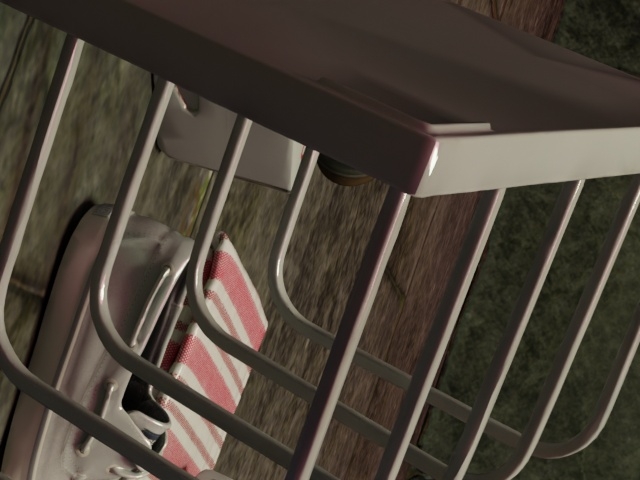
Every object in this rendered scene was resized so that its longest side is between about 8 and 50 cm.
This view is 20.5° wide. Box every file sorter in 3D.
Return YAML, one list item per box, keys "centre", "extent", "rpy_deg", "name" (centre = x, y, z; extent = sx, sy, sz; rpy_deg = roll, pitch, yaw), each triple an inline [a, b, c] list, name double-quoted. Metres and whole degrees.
- centre: [0.000, 0.000, 0.657]
  extent: [0.277, 0.193, 0.173]
  rpy_deg: [-9, 122, -58]
  name: "file sorter"

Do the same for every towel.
- centre: [-0.084, 0.103, 1.038]
  extent: [0.144, 0.029, 0.197]
  rpy_deg: [75, 34, -67]
  name: "towel"

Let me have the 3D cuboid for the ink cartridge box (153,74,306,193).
- centre: [-0.015, -0.130, 0.872]
  extent: [0.127, 0.072, 0.175]
  rpy_deg: [93, 18, -54]
  name: "ink cartridge box"

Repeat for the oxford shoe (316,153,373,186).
- centre: [0.047, -0.087, 1.247]
  extent: [0.227, 0.082, 0.096]
  rpy_deg: [-55, 165, -54]
  name: "oxford shoe"

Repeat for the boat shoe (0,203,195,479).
- centre: [-0.099, 0.077, 0.808]
  extent: [0.066, 0.063, 0.184]
  rpy_deg: [-3, 110, -79]
  name: "boat shoe"

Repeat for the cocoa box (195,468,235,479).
- centre: [-0.053, 0.347, 0.954]
  extent: [0.231, 0.228, 0.347]
  rpy_deg: [-27, 136, -68]
  name: "cocoa box"
